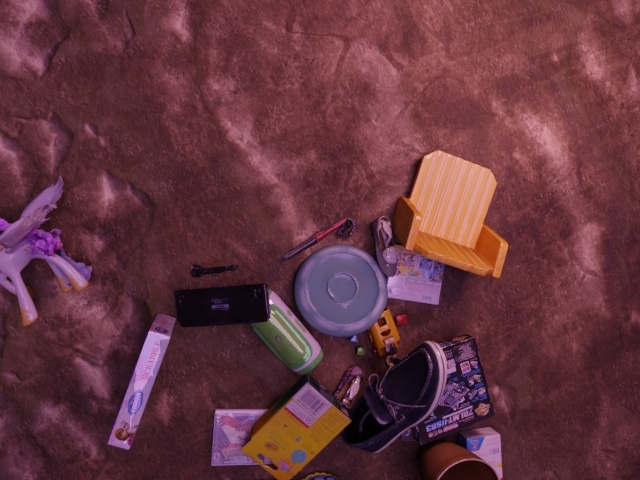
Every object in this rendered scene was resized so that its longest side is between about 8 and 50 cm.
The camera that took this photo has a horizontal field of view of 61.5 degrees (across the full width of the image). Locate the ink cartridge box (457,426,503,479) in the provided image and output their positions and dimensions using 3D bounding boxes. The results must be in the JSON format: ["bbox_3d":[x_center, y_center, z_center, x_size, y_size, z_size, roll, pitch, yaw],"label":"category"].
[{"bbox_3d":[0.578,0.808,1.946,0.134,0.078,0.230,-4,92,-12],"label":"ink cartridge box"}]

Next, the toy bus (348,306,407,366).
[{"bbox_3d":[0.218,0.327,1.843,0.202,0.104,0.190,22,87,-12],"label":"toy bus"}]

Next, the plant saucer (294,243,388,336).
[{"bbox_3d":[0.071,0.159,1.787,0.318,0.043,0.317,1,74,-5],"label":"plant saucer"}]

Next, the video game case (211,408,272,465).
[{"bbox_3d":[-0.255,0.652,1.786,0.202,0.023,0.183,4,90,-12],"label":"video game case"}]

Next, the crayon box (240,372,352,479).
[{"bbox_3d":[-0.081,0.612,1.750,0.318,0.081,0.202,-45,101,6],"label":"crayon box"}]

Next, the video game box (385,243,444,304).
[{"bbox_3d":[0.328,0.119,1.892,0.205,0.048,0.187,10,91,-13],"label":"video game box"}]

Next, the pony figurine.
[{"bbox_3d":[-0.839,0.016,1.541,0.351,0.303,0.363,-33,113,-1],"label":"pony figurine"}]

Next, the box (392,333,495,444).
[{"bbox_3d":[0.426,0.507,1.852,0.296,0.073,0.293,-17,94,-12],"label":"box"}]

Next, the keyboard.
[{"bbox_3d":[-0.313,0.166,1.693,0.317,0.033,0.201,-5,91,14],"label":"keyboard"}]

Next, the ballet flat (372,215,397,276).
[{"bbox_3d":[0.223,0.017,1.820,0.072,0.068,0.213,-2,69,-25],"label":"ballet flat"}]

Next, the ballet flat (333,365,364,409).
[{"bbox_3d":[0.086,0.535,1.831,0.077,0.079,0.221,26,86,-13],"label":"ballet flat"}]

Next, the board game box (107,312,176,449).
[{"bbox_3d":[-0.512,0.391,1.573,0.066,0.318,0.318,20,86,-12],"label":"board game box"}]

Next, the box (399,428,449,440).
[{"bbox_3d":[0.367,0.583,1.906,0.183,0.056,0.230,3,90,-13],"label":"box"}]

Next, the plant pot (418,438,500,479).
[{"bbox_3d":[0.435,0.782,1.818,0.237,0.254,0.237,-2,99,-12],"label":"plant pot"}]

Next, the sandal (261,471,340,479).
[{"bbox_3d":[-0.069,0.856,1.776,0.318,0.138,0.126,-5,90,-14],"label":"sandal"}]

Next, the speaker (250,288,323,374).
[{"bbox_3d":[-0.124,0.295,1.756,0.131,0.131,0.296,-41,99,-9],"label":"speaker"}]

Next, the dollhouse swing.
[{"bbox_3d":[0.465,-0.102,1.807,0.347,0.315,0.304,19,107,-12],"label":"dollhouse swing"}]

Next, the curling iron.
[{"bbox_3d":[0.000,0.000,1.822,0.274,0.035,0.068,-26,96,-11],"label":"curling iron"}]

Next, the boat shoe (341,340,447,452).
[{"bbox_3d":[0.227,0.509,1.709,0.156,0.186,0.500,11,127,-32],"label":"boat shoe"}]
